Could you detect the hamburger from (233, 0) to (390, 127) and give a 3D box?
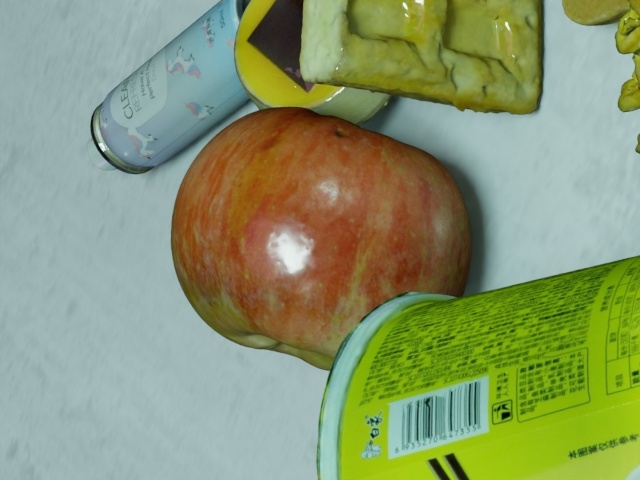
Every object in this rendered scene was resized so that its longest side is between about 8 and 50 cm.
[{"bbox_3d":[0.007,-0.140,1.388,0.127,0.081,0.141,22,89,32],"label":"hamburger"}]

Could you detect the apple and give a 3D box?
[{"bbox_3d":[0.000,0.000,1.313,0.209,0.209,0.164,7,75,48],"label":"apple"}]

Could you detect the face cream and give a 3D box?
[{"bbox_3d":[-0.107,-0.118,1.529,0.229,0.075,0.075,-34,62,41],"label":"face cream"}]

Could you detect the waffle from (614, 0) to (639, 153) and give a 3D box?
[{"bbox_3d":[0.250,-0.108,1.060,0.229,0.051,0.231,28,141,42],"label":"waffle"}]

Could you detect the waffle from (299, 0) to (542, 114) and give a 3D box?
[{"bbox_3d":[0.071,-0.220,1.268,0.057,0.168,0.274,-3,84,55],"label":"waffle"}]

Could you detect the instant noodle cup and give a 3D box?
[{"bbox_3d":[0.179,0.140,1.047,0.222,0.311,0.311,-23,69,35],"label":"instant noodle cup"}]

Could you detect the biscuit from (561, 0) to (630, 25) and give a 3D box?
[{"bbox_3d":[0.212,-0.196,1.205,0.158,0.035,0.240,-34,63,38],"label":"biscuit"}]
